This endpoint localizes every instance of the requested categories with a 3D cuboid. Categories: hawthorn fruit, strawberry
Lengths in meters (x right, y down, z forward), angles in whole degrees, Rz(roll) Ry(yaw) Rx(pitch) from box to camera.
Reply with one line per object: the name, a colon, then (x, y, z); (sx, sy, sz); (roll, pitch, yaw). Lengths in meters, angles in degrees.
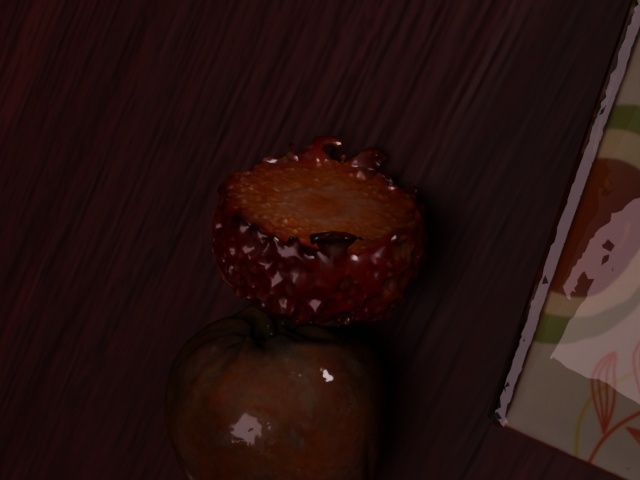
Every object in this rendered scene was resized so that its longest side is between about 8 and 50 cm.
hawthorn fruit: (-0.023, 0.132, 0.813); (0.149, 0.149, 0.189); (-15, 86, 27)
strawberry: (0.000, 0.000, 0.801); (0.145, 0.145, 0.086); (13, 122, 26)

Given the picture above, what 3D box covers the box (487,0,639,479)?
box: (0.323, 0.000, 0.636); (0.385, 0.122, 0.344); (22, 103, 24)
